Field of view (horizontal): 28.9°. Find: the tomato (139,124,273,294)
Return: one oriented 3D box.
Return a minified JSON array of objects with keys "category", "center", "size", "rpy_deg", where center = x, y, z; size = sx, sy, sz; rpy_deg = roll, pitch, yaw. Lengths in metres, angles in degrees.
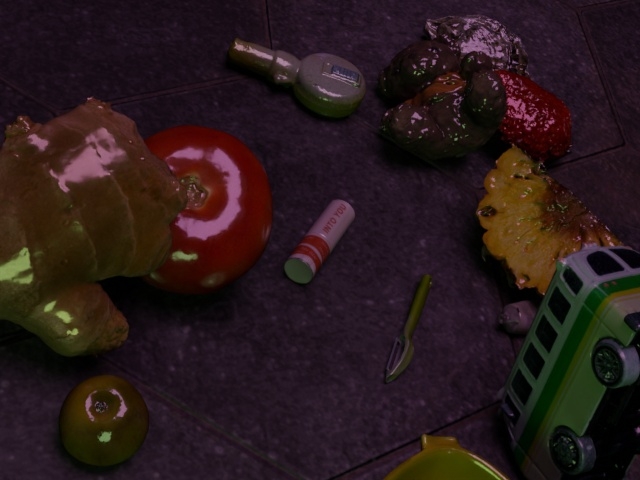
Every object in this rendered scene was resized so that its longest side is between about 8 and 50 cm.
[{"category":"tomato","center":[-0.145,-0.032,1.396],"size":[0.195,0.136,0.195],"rpy_deg":[3,68,-6]}]

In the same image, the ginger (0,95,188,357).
[{"category":"ginger","center":[-0.312,0.023,1.256],"size":[0.236,0.375,0.166],"rpy_deg":[54,10,-38]}]

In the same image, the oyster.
[{"category":"oyster","center":[0.241,-0.278,1.882],"size":[0.125,0.064,0.177],"rpy_deg":[-22,72,-22]}]

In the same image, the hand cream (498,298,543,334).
[{"category":"hand cream","center":[0.291,0.097,1.580],"size":[0.165,0.037,0.057],"rpy_deg":[0,49,-35]}]

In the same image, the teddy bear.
[{"category":"teddy bear","center":[0.162,-0.200,1.722],"size":[0.177,0.140,0.190],"rpy_deg":[-30,57,7]}]

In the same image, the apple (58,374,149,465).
[{"category":"apple","center":[-0.214,0.177,1.225],"size":[0.089,0.074,0.090],"rpy_deg":[2,62,-4]}]

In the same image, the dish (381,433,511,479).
[{"category":"dish","center":[0.137,0.336,1.221],"size":[0.262,0.108,0.221],"rpy_deg":[44,46,15]}]

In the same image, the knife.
[{"category":"knife","center":[0.109,0.103,1.487],"size":[0.026,0.022,0.184],"rpy_deg":[7,42,16]}]

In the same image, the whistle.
[{"category":"whistle","center":[-0.031,-0.233,1.706],"size":[0.198,0.057,0.104],"rpy_deg":[21,43,-8]}]

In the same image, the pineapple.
[{"category":"pineapple","center":[0.294,0.013,1.621],"size":[0.140,0.164,0.250],"rpy_deg":[-44,78,0]}]

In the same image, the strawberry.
[{"category":"strawberry","center":[0.294,-0.187,1.776],"size":[0.187,0.082,0.147],"rpy_deg":[38,32,-19]}]

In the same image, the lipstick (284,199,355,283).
[{"category":"lipstick","center":[0.000,0.000,1.517],"size":[0.038,0.038,0.131],"rpy_deg":[31,44,4]}]

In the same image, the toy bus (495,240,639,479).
[{"category":"toy bus","center":[0.298,0.145,1.362],"size":[0.133,0.276,0.165],"rpy_deg":[-7,42,-32]}]
